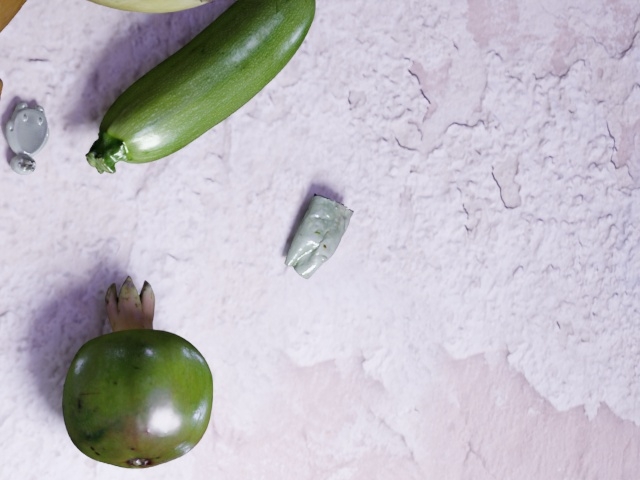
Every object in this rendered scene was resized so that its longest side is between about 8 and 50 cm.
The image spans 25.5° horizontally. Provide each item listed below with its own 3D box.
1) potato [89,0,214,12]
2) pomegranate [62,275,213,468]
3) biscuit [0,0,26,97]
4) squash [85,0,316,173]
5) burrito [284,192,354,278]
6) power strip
[{"bbox_3d":[-0.260,-0.364,1.565,0.280,0.213,0.330,53,23,-55],"label":"potato"},{"bbox_3d":[-0.218,0.157,1.673,0.187,0.187,0.225,10,64,-38],"label":"pomegranate"},{"bbox_3d":[-0.421,-0.101,1.345,0.076,0.394,0.368,46,64,-2],"label":"biscuit"},{"bbox_3d":[-0.132,-0.203,1.733,0.395,0.107,0.107,-43,119,-28],"label":"squash"},{"bbox_3d":[-0.002,-0.002,1.897,0.074,0.044,0.118,37,68,-39],"label":"burrito"},{"bbox_3d":[-0.335,-0.117,1.627,0.055,0.035,0.083,10,86,-38],"label":"power strip"}]
